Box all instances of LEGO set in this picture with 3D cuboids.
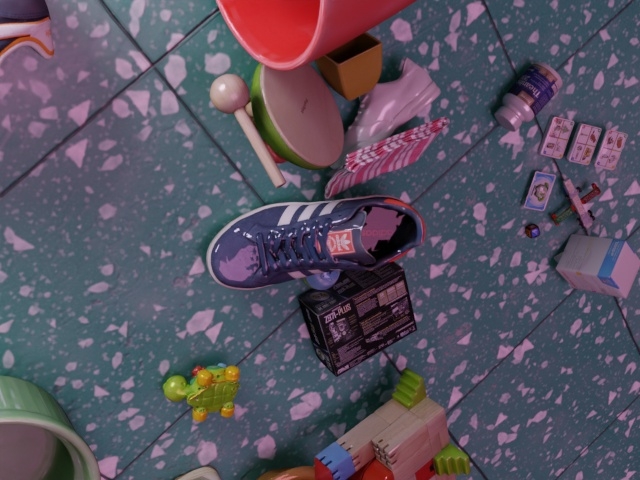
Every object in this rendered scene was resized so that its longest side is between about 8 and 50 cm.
[{"bbox_3d":[0.488,-0.117,1.563,0.183,0.060,0.244,8,108,-21],"label":"LEGO set"}]

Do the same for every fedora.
[{"bbox_3d":[-0.075,0.488,1.485,0.194,0.079,0.194,-13,120,-23],"label":"fedora"}]

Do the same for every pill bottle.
[{"bbox_3d":[0.367,-0.254,1.394,0.120,0.067,0.067,-48,128,-2],"label":"pill bottle"}]

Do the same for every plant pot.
[{"bbox_3d":[0.045,-0.263,1.191,0.081,0.081,0.083,-30,135,-16],"label":"plant pot"},{"bbox_3d":[0.016,-0.385,1.014,0.243,0.275,0.274,-25,124,-29],"label":"plant pot"}]

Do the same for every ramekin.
[{"bbox_3d":[-0.485,0.342,1.123,0.304,0.148,0.303,-13,119,-25],"label":"ramekin"}]

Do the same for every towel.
[{"bbox_3d":[0.106,-0.130,1.265,0.197,0.144,0.029,-24,80,-20],"label":"towel"}]

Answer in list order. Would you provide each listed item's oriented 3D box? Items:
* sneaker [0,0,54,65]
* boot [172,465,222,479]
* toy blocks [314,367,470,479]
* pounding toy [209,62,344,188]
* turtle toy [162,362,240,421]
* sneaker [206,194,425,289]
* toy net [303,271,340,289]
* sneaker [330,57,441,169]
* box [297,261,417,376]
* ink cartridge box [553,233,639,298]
[{"bbox_3d":[-0.457,-0.205,0.886,0.321,0.126,0.127,-28,119,-19],"label":"sneaker"},{"bbox_3d":[-0.242,0.488,1.328,0.213,0.165,0.077,-22,122,-22],"label":"boot"},{"bbox_3d":[0.131,0.473,1.506,0.261,0.191,0.381,-32,126,-25],"label":"toy blocks"},{"bbox_3d":[-0.074,-0.166,1.138,0.237,0.110,0.182,-36,100,-55],"label":"pounding toy"},{"bbox_3d":[-0.195,0.245,1.301,0.130,0.066,0.095,-2,114,-30],"label":"turtle toy"},{"bbox_3d":[0.000,0.000,1.216,0.350,0.148,0.131,-16,103,-15],"label":"sneaker"},{"bbox_3d":[0.067,-0.004,1.356,0.232,0.045,0.122,-24,103,-22],"label":"toy net"},{"bbox_3d":[0.083,-0.204,1.254,0.212,0.080,0.094,-39,94,8],"label":"sneaker"},{"bbox_3d":[0.068,0.131,1.396,0.180,0.077,0.147,-28,125,-17],"label":"box"},{"bbox_3d":[0.569,0.050,1.627,0.092,0.143,0.089,41,72,-38],"label":"ink cartridge box"}]
